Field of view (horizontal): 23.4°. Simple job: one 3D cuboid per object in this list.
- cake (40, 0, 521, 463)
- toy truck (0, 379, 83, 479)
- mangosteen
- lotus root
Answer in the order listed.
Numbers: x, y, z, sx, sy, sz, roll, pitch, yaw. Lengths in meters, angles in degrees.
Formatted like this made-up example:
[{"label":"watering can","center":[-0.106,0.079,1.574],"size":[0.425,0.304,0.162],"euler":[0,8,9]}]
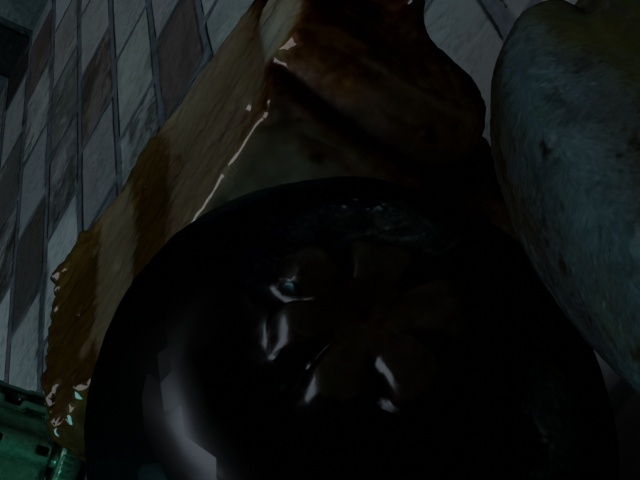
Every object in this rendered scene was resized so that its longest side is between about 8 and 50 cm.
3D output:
[{"label":"cake","center":[0.000,0.000,0.832],"size":[0.293,0.199,0.196],"euler":[-55,18,18]},{"label":"toy truck","center":[-0.320,0.263,1.387],"size":[0.156,0.155,0.278],"euler":[139,149,-65]},{"label":"mangosteen","center":[0.012,0.087,0.631],"size":[0.243,0.243,0.243],"euler":[-51,25,36]},{"label":"lotus root","center":[0.157,-0.002,0.525],"size":[0.158,0.140,0.322],"euler":[-35,34,12]}]
